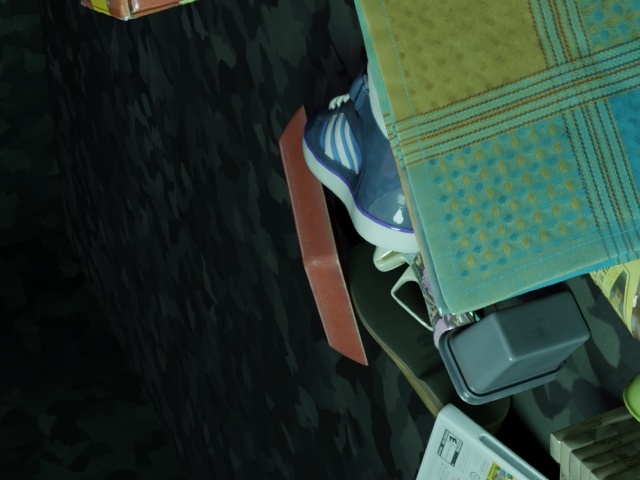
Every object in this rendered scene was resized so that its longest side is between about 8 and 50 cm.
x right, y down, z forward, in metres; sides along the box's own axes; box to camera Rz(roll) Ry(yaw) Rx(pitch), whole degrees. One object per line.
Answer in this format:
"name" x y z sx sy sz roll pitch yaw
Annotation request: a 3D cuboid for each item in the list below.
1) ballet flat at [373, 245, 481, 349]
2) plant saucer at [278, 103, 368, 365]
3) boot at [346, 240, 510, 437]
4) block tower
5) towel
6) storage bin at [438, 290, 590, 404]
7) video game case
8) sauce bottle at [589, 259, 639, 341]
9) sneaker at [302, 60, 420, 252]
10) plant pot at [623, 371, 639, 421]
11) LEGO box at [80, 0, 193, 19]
"ballet flat" 0.112 0.034 1.685 0.221 0.079 0.077 62 -171 25
"plant saucer" 0.000 0.000 1.834 0.259 0.047 0.258 72 -175 -54
"boot" 0.119 0.132 1.731 0.305 0.112 0.115 58 162 30
"block tower" 0.337 0.283 1.279 0.335 0.091 0.097 -134 33 -53
"towel" 0.175 -0.152 1.124 0.040 0.271 0.370 19 -125 -82
"storage bin" 0.203 0.096 1.447 0.091 0.135 0.098 -48 60 54
"video game case" 0.204 0.313 1.644 0.206 0.026 0.227 37 146 20
"sauce bottle" 0.283 0.017 1.177 0.111 0.111 0.344 98 150 -50
"sneaker" 0.080 -0.156 1.610 0.323 0.130 0.236 -117 35 -58
"plant pot" 0.316 0.117 1.232 0.083 0.083 0.079 53 141 44
"LEGO box" -0.090 -0.504 1.370 0.193 0.372 0.500 -149 47 -63
